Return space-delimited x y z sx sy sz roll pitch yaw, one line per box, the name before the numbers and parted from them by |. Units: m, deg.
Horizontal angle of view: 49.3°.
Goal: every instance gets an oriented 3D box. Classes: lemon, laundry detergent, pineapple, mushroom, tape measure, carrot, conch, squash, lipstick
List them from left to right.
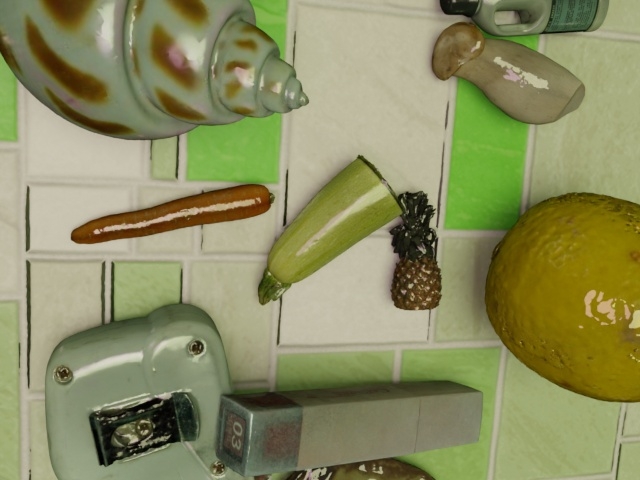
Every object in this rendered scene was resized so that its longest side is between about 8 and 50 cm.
conch | -0.189 -0.222 0.713 0.368 0.197 0.249 8 122 -6
tape measure | -0.200 0.215 0.842 0.246 0.125 0.243 -15 103 -14
carrot | -0.177 -0.030 0.849 0.248 0.043 0.043 -12 103 -13
squash | 0.000 0.000 0.890 0.224 0.094 0.094 -43 109 2
lipstick | 0.052 0.230 0.887 0.372 0.076 0.079 4 91 -35
pineapple | 0.128 0.013 0.935 0.074 0.074 0.159 -3 94 -16
mushroom | 0.247 -0.213 0.910 0.213 0.097 0.088 24 103 -19
laundry detergent | 0.263 -0.317 0.910 0.226 0.070 0.099 -8 107 -16
lemon | 0.360 0.074 0.897 0.258 0.310 0.257 -30 142 -27

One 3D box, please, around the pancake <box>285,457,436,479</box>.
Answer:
pancake | 0.041 0.427 0.992 0.295 0.049 0.294 -4 101 -19
